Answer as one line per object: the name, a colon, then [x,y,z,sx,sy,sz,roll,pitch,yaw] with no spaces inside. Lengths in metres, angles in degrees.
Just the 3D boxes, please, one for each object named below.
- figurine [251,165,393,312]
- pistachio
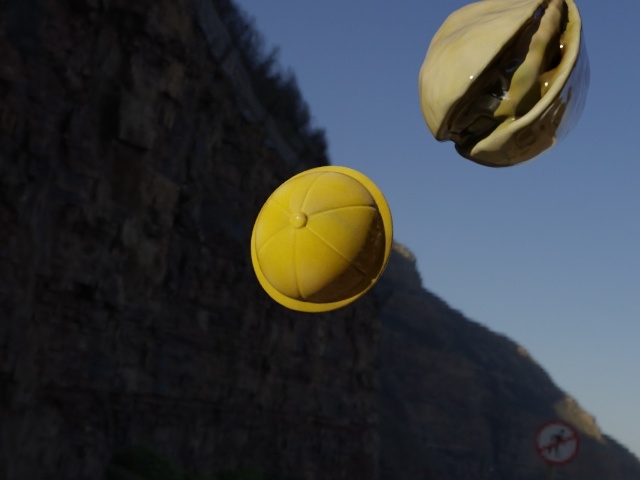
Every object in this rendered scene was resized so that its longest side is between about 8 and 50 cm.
figurine: [-0.005,-0.001,1.293,0.167,0.192,0.257,16,-4,-5]
pistachio: [0.138,-0.121,0.725,0.135,0.136,0.226,9,20,12]
